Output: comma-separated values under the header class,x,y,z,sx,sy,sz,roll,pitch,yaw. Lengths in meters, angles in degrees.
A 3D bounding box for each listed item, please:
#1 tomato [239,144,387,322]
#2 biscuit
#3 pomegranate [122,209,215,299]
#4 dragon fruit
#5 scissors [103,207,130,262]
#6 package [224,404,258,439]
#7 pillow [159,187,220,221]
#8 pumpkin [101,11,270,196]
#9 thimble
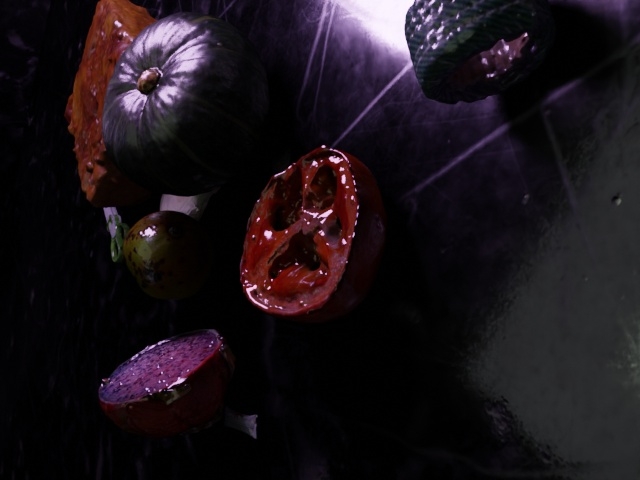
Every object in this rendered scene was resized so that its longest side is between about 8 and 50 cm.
class,x,y,z,sx,sy,sz,roll,pitch,yaw
tomato,0.004,0.002,0.778,0.227,0.101,0.228,-20,62,44
biscuit,-0.410,-0.295,1.317,0.343,0.166,0.395,-60,41,30
pomegranate,-0.266,0.035,1.097,0.205,0.159,0.159,106,152,-60
dragon fruit,-0.225,0.253,0.988,0.223,0.218,0.148,-12,106,30
scissors,-0.508,-0.041,1.524,0.101,0.027,0.204,-57,46,29
package,-0.127,0.284,0.970,0.110,0.015,0.037,-6,80,53
pillow,-0.242,-0.099,1.160,0.230,0.050,0.148,-50,54,32
pumpkin,-0.212,-0.216,1.003,0.300,0.207,0.301,-13,68,34
thimble,0.151,-0.197,0.593,0.135,0.118,0.090,-23,70,32
